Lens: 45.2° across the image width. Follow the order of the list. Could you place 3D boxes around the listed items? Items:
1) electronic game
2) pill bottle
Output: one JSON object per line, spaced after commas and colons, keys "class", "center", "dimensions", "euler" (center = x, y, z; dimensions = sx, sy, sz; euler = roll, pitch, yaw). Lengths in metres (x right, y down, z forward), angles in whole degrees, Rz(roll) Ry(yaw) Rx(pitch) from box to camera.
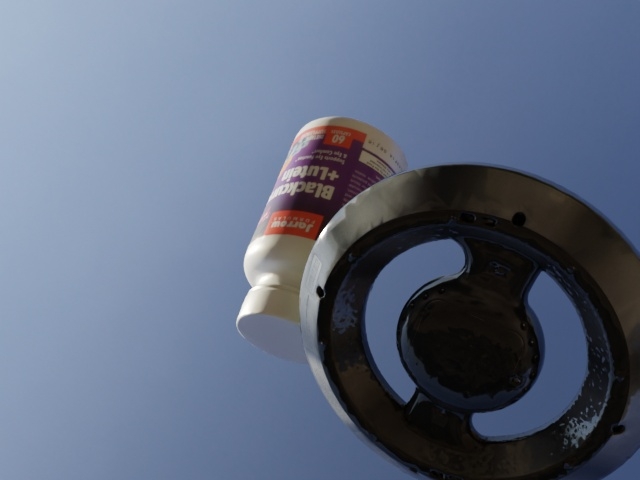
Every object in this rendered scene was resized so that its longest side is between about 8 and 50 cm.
{"class": "electronic game", "center": [0.092, 0.063, 0.476], "dimensions": [0.229, 0.229, 0.048], "euler": [21, -152, 16]}
{"class": "pill bottle", "center": [0.000, 0.000, 0.645], "dimensions": [0.108, 0.108, 0.193], "euler": [13, -121, 12]}
